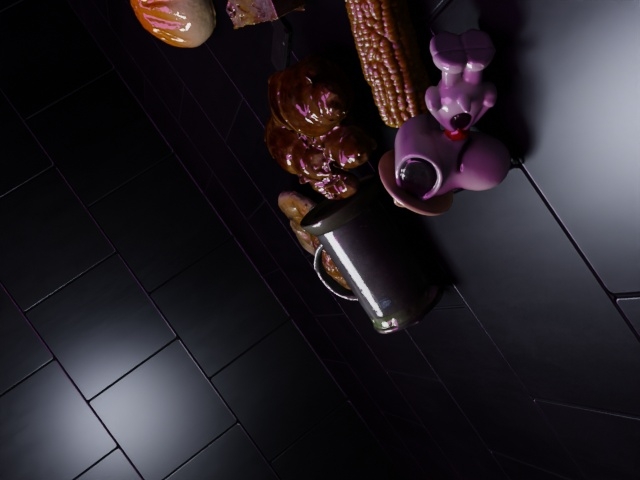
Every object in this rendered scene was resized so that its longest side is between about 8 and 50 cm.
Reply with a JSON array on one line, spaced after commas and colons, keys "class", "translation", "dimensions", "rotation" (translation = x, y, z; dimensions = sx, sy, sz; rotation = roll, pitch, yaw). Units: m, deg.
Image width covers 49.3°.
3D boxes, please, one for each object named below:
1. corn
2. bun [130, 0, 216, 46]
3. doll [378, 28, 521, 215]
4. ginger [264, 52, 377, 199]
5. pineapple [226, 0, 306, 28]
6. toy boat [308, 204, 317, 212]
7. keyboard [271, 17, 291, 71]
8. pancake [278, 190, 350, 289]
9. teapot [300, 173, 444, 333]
[{"class": "corn", "translation": [0.100, -0.309, 1.068], "dimensions": [0.102, 0.102, 0.313], "rotation": [32, 151, 54]}, {"class": "bun", "translation": [-0.405, -0.623, 1.780], "dimensions": [0.299, 0.164, 0.299], "rotation": [47, 163, 19]}, {"class": "doll", "translation": [0.171, -0.166, 1.025], "dimensions": [0.144, 0.208, 0.271], "rotation": [-89, -21, -44]}, {"class": "ginger", "translation": [-0.010, -0.225, 1.395], "dimensions": [0.274, 0.152, 0.357], "rotation": [62, 160, 21]}, {"class": "pineapple", "translation": [-0.106, -0.479, 1.297], "dimensions": [0.186, 0.114, 0.236], "rotation": [51, 161, 15]}, {"class": "toy boat", "translation": [0.087, 0.002, 1.814], "dimensions": [0.276, 0.084, 0.111], "rotation": [49, 161, 9]}, {"class": "keyboard", "translation": [-0.088, -0.425, 1.537], "dimensions": [0.060, 0.018, 0.195], "rotation": [59, 166, 11]}, {"class": "pancake", "translation": [0.001, 0.001, 2.055], "dimensions": [0.387, 0.082, 0.387], "rotation": [48, 167, 15]}, {"class": "teapot", "translation": [0.106, 0.053, 1.577], "dimensions": [0.270, 0.200, 0.337], "rotation": [-24, 106, 37]}]
